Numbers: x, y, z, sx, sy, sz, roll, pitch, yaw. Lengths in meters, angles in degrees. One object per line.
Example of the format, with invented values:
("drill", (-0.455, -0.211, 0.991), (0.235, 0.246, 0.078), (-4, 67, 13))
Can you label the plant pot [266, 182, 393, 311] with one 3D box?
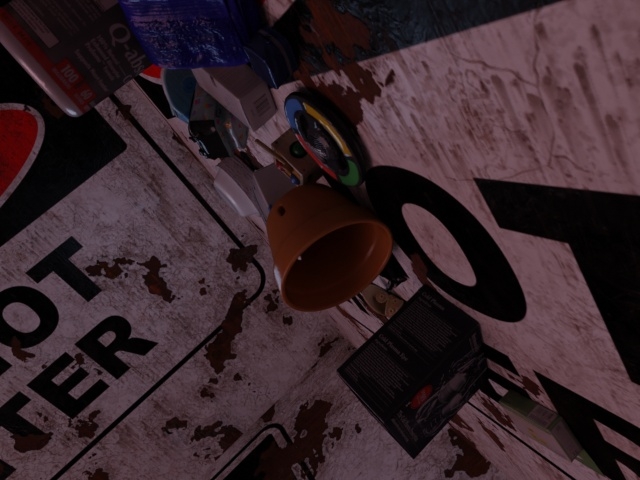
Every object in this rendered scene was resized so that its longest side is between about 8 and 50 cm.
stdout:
("plant pot", (0.000, 0.000, 1.116), (0.203, 0.290, 0.291), (56, 176, 38))

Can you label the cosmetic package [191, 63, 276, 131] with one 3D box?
("cosmetic package", (-0.214, -0.372, 1.094), (0.231, 0.085, 0.117), (41, 167, 25))

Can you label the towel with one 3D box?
("towel", (-0.223, -0.397, 0.725), (0.308, 0.227, 0.076), (75, -169, -64))

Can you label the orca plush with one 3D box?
("orca plush", (0.098, 0.039, 1.272), (0.287, 0.102, 0.151), (51, 169, -15))

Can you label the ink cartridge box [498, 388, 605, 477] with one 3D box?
("ink cartridge box", (0.575, 0.495, 1.165), (0.235, 0.056, 0.171), (53, 168, -15))

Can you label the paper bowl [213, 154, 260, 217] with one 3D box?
("paper bowl", (-0.338, -0.214, 1.963), (0.284, 0.148, 0.284), (46, 168, 13))

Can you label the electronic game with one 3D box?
("electronic game", (0.007, -0.199, 0.938), (0.229, 0.048, 0.229), (45, 169, 12))

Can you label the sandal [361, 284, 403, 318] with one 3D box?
("sandal", (0.241, 0.210, 1.464), (0.240, 0.088, 0.079), (44, 139, -15))

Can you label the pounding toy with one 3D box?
("pounding toy", (-0.071, -0.196, 1.111), (0.130, 0.100, 0.141), (45, 169, 10))

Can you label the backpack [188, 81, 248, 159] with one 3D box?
("backpack", (-0.271, -0.334, 1.248), (0.166, 0.144, 0.189), (67, -165, -67))

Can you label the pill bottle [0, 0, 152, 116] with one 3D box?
("pill bottle", (-0.401, -0.424, 0.890), (0.210, 0.363, 0.210), (46, 169, 12))

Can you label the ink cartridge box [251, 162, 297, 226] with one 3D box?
("ink cartridge box", (-0.107, -0.095, 1.402), (0.223, 0.129, 0.307), (64, 170, 1))

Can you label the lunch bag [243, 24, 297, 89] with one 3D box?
("lunch bag", (-0.083, -0.323, 0.808), (0.067, 0.065, 0.098), (41, 173, 17))

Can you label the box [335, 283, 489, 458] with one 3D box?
("box", (0.253, 0.346, 1.198), (0.179, 0.312, 0.343), (38, 166, 40))

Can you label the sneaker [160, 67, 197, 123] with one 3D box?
("sneaker", (-0.474, -0.490, 1.579), (0.208, 0.127, 0.319), (39, 165, 33))
